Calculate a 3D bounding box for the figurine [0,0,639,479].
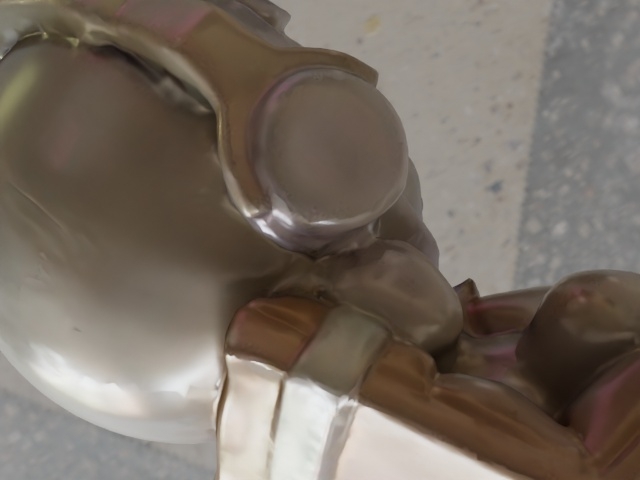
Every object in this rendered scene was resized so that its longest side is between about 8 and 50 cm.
[{"bbox_3d":[-0.003,0.002,0.466,0.237,0.141,0.162,30,153,16],"label":"figurine"}]
